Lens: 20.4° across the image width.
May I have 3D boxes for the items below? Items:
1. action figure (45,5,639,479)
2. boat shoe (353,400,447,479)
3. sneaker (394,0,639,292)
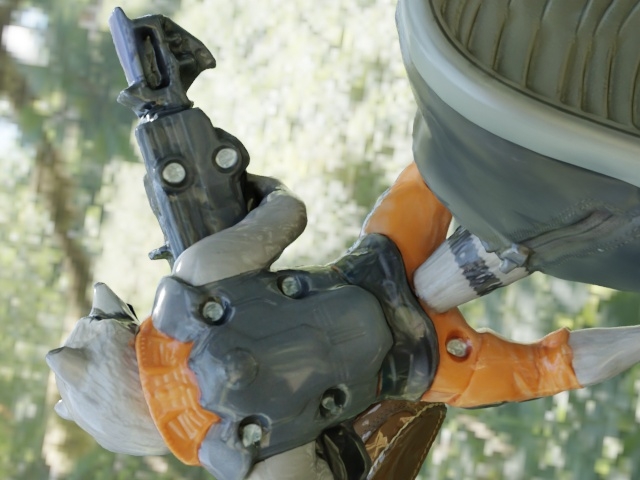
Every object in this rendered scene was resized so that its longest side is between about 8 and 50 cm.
[{"bbox_3d":[0.000,0.000,0.946,0.341,0.330,0.178,64,172,2],"label":"action figure"},{"bbox_3d":[0.015,0.214,1.183,0.110,0.104,0.307,-13,-41,-49],"label":"boat shoe"},{"bbox_3d":[0.122,-0.008,0.375,0.083,0.222,0.118,-62,-8,-11],"label":"sneaker"}]
